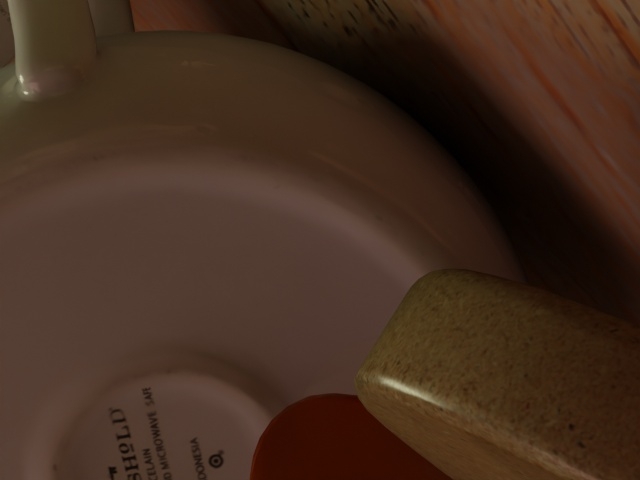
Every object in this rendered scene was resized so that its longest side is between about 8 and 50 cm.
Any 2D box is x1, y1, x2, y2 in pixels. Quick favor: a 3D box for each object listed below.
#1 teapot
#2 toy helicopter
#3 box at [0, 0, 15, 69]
[{"bbox_3d":[-0.051,0.032,0.630,0.252,0.256,0.187,28,-163,-14],"label":"teapot"},{"bbox_3d":[0.137,0.108,0.485,0.355,0.140,0.235,37,166,-36],"label":"toy helicopter"},{"bbox_3d":[-0.257,-0.036,0.745,0.232,0.322,0.058,22,150,56],"label":"box"}]
